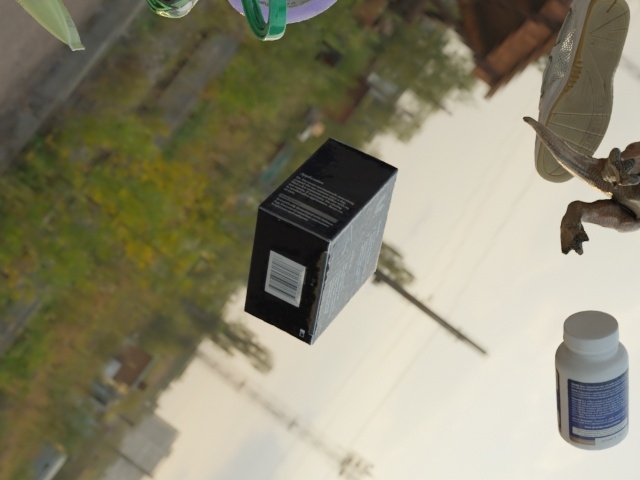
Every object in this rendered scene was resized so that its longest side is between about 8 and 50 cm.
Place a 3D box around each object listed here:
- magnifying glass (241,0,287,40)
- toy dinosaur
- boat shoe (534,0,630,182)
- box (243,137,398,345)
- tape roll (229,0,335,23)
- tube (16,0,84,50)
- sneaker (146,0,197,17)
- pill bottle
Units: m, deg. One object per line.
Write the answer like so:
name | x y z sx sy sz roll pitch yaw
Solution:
magnifying glass | -0.083 -0.298 1.452 0.092 0.026 0.231 99 -25 -44
toy dinosaur | 0.335 -0.052 1.252 0.200 0.296 0.127 -39 139 -50
boat shoe | 0.361 -0.219 1.957 0.096 0.098 0.277 30 -77 65
box | 0.000 0.000 1.492 0.158 0.093 0.156 -46 155 -45
tape roll | -0.055 -0.414 2.022 0.189 0.189 0.080 -49 -141 43
tube | -0.313 -0.288 1.367 0.062 0.240 0.070 -29 -169 44
sneaker | -0.276 -0.434 1.842 0.134 0.343 0.146 -17 149 -42
pill bottle | 0.248 0.126 1.250 0.067 0.067 0.120 -58 146 -54
